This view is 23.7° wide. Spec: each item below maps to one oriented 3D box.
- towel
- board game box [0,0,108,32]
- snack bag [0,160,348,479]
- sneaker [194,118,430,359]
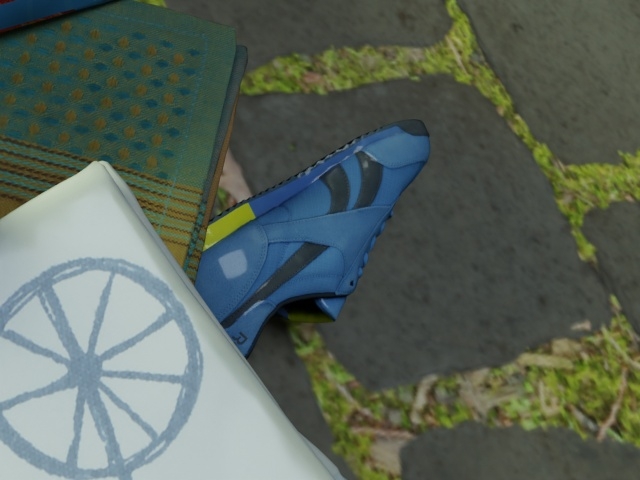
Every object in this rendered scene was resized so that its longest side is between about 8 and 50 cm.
[{"bbox_3d":[-0.190,-0.005,0.701,0.271,0.040,0.370,17,48,-9],"label":"towel"},{"bbox_3d":[-0.262,-0.221,0.767,0.302,0.086,0.308,-25,61,-41],"label":"board game box"},{"bbox_3d":[-0.104,0.178,0.555,0.323,0.037,0.342,-36,85,-26],"label":"snack bag"},{"bbox_3d":[0.000,0.000,0.850,0.209,0.069,0.082,-33,88,-41],"label":"sneaker"}]
